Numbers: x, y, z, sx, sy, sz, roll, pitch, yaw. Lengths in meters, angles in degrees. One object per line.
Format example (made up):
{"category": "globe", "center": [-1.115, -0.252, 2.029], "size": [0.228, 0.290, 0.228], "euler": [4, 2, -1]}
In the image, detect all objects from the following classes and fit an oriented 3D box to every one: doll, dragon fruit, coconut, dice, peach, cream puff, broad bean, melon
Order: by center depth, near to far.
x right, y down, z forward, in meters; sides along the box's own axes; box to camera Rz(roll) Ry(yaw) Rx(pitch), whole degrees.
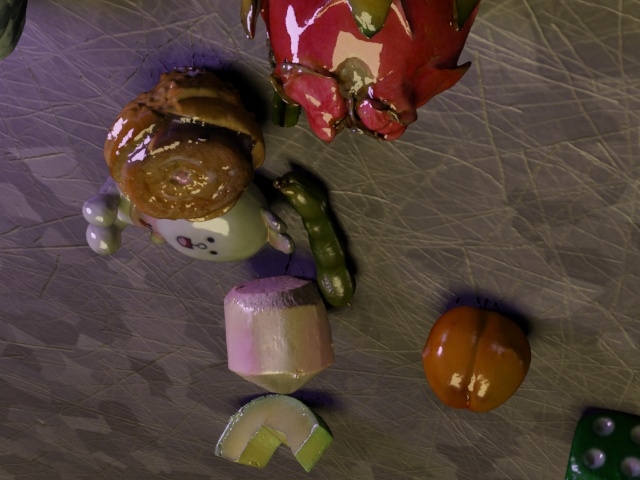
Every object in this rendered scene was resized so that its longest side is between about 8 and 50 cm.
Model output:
{"category": "dragon fruit", "center": [0.041, -0.207, 1.204], "size": [0.224, 0.227, 0.224], "euler": [22, 148, 14]}
{"category": "cream puff", "center": [-0.156, -0.114, 1.506], "size": [0.189, 0.129, 0.189], "euler": [-7, 139, -6]}
{"category": "doll", "center": [-0.163, -0.041, 1.645], "size": [0.275, 0.113, 0.155], "euler": [3, 140, 12]}
{"category": "broad bean", "center": [0.001, 0.000, 1.659], "size": [0.052, 0.053, 0.256], "euler": [44, 165, 42]}
{"category": "peach", "center": [0.201, 0.157, 1.704], "size": [0.138, 0.138, 0.138], "euler": [14, 146, 10]}
{"category": "coconut", "center": [-0.056, 0.130, 1.756], "size": [0.147, 0.147, 0.152], "euler": [-3, 99, 31]}
{"category": "dice", "center": [0.409, 0.321, 1.830], "size": [0.128, 0.120, 0.131], "euler": [12, 144, 14]}
{"category": "melon", "center": [-0.067, 0.306, 2.069], "size": [0.209, 0.118, 0.064], "euler": [1, 157, 46]}

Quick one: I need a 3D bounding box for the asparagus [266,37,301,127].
{"category": "asparagus", "center": [-0.041, -0.185, 1.440], "size": [0.036, 0.030, 0.165], "euler": [21, 148, 18]}

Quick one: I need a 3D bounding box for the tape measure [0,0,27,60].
{"category": "tape measure", "center": [-0.424, -0.303, 1.376], "size": [0.275, 0.147, 0.256], "euler": [20, 148, -6]}
